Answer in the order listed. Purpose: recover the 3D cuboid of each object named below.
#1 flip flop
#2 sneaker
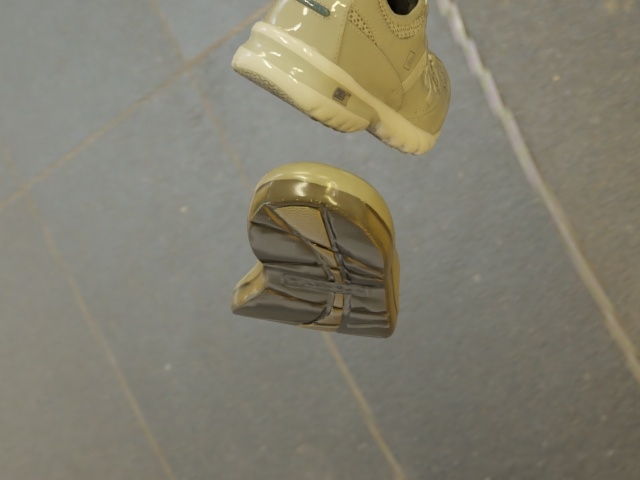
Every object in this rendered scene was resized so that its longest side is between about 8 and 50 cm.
[{"bbox_3d":[0.000,0.000,1.062,0.112,0.080,0.277,9,160,3],"label":"flip flop"},{"bbox_3d":[0.044,-0.129,1.099,0.105,0.281,0.115,34,101,11],"label":"sneaker"}]
